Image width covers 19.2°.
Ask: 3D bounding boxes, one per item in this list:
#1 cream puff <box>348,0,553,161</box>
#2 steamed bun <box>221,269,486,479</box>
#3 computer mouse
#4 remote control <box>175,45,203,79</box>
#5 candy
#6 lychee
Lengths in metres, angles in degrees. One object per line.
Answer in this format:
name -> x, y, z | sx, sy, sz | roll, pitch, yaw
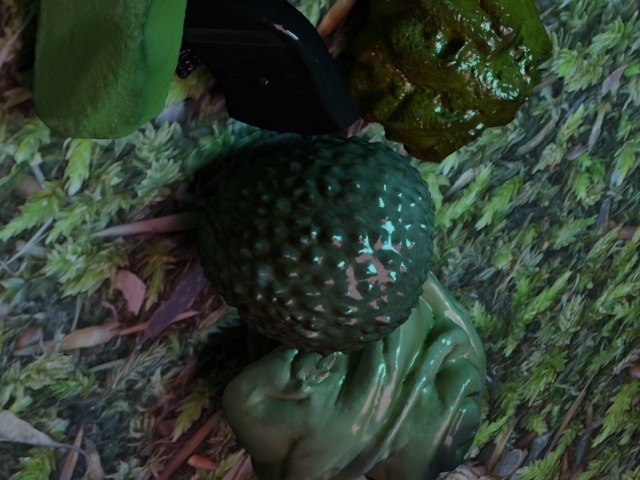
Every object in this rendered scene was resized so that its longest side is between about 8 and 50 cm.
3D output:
cream puff -> 0.146, -0.208, 2.099 | 0.244, 0.196, 0.244 | -31, 172, -5
steamed bun -> 0.082, 0.188, 2.299 | 0.394, 0.237, 0.346 | -28, 159, -43
computer mouse -> -0.047, -0.188, 1.904 | 0.264, 0.147, 0.088 | 63, 42, -54
remote control -> -0.114, -0.206, 1.936 | 0.096, 0.014, 0.039 | -42, 147, -8
candy -> -0.182, -0.252, 1.725 | 0.142, 0.132, 0.343 | -76, 180, -52
lychee -> 0.000, 0.000, 2.078 | 0.274, 0.255, 0.255 | 16, 115, -18
